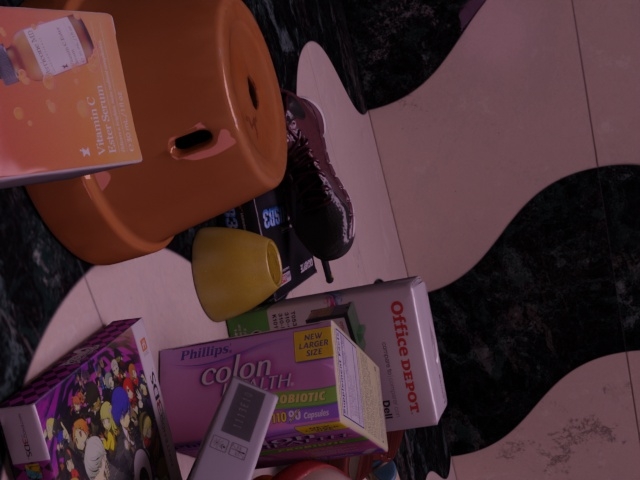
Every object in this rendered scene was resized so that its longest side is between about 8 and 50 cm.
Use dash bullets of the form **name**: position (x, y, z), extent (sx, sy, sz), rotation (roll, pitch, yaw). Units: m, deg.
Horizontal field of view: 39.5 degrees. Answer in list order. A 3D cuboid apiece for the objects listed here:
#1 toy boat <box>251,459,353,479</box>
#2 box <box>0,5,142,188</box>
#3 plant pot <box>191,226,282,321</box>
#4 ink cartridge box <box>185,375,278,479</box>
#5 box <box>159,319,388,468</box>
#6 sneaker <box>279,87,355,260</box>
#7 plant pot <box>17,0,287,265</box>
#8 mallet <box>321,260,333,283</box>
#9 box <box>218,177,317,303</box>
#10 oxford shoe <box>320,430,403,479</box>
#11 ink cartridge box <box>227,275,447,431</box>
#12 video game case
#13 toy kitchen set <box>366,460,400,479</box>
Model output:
- **toy boat**: position (-0.036, 0.364, 1.192), extent (0.151, 0.151, 0.231), rotation (-63, 155, -16)
- **box**: position (-0.242, -0.109, 0.702), extent (0.170, 0.091, 0.130), rotation (-19, 99, -57)
- **plant pot**: position (-0.108, 0.039, 1.233), extent (0.134, 0.095, 0.134), rotation (-11, 90, -76)
- **ink cartridge box**: position (-0.132, 0.307, 0.870), extent (0.275, 0.060, 0.239), rotation (-71, -174, -56)
- **box**: position (-0.049, 0.201, 1.099), extent (0.243, 0.213, 0.117), rotation (53, 30, -63)
- **sneaker**: position (-0.040, -0.108, 1.359), extent (0.162, 0.106, 0.281), rotation (24, 46, -65)
- **plant pot**: position (-0.159, -0.133, 0.925), extent (0.291, 0.203, 0.291), rotation (-11, 90, -77)
- **mallet**: position (0.000, 0.000, 1.571), extent (0.190, 0.039, 0.062), rotation (74, 10, -51)
- **box**: position (-0.091, -0.062, 1.438), extent (0.295, 0.073, 0.293), rotation (-25, 103, -76)
- **oxford shoe**: position (0.055, 0.307, 1.486), extent (0.348, 0.130, 0.123), rotation (4, 94, -67)
- **ink cartridge box**: position (0.027, 0.176, 1.292), extent (0.117, 0.278, 0.201), rotation (-15, 94, -77)
- **video game case**: position (-0.202, 0.206, 0.833), extent (0.232, 0.041, 0.210), rotation (-47, 127, -73)
- **toy kitchen set**: position (0.027, 0.405, 1.593), extent (0.207, 0.166, 0.122), rotation (36, -30, 53)
